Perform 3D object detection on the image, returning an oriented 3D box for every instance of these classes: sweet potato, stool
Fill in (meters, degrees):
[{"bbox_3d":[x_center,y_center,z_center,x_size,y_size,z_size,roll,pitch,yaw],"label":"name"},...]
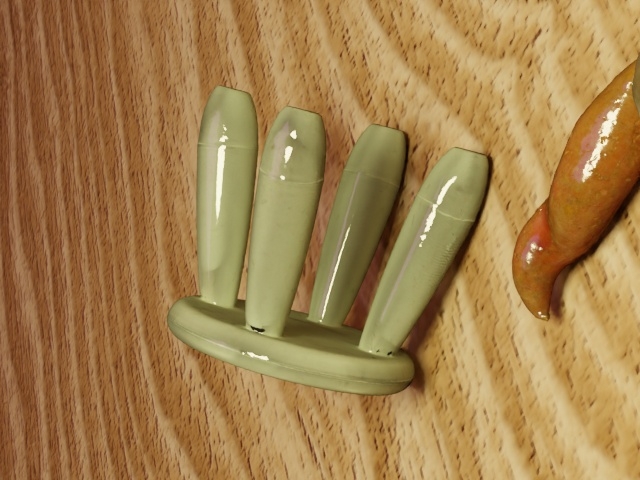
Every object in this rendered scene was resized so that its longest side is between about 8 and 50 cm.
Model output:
[{"bbox_3d":[0.172,-0.037,1.051,0.055,0.058,0.202,49,128,32],"label":"sweet potato"},{"bbox_3d":[0.000,0.000,1.254,0.195,0.195,0.199,23,98,64],"label":"stool"}]

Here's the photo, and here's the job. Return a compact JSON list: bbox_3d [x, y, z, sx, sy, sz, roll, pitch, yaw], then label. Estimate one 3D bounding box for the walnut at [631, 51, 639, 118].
[{"bbox_3d":[0.235,-0.060,0.804,0.230,0.178,0.178,-99,29,-52],"label":"walnut"}]
